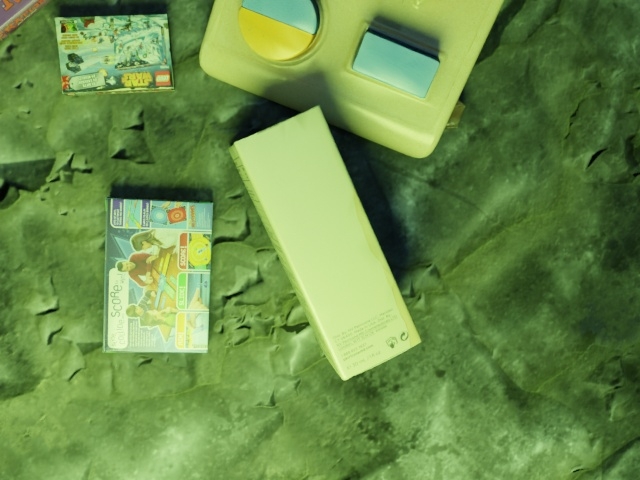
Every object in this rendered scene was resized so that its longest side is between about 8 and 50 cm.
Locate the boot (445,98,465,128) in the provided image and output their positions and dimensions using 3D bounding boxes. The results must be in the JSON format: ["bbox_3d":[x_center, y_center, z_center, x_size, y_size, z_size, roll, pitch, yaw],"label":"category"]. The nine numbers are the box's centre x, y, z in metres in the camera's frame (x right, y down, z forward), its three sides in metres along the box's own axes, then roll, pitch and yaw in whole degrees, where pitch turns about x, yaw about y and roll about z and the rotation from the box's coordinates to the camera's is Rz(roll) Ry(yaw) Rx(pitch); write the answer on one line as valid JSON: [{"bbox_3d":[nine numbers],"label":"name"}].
[{"bbox_3d":[0.136,-0.196,0.889,0.114,0.037,0.106,-12,111,-4],"label":"boot"}]

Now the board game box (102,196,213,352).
[{"bbox_3d":[-0.212,0.046,0.859,0.136,0.035,0.201,3,95,-10],"label":"board game box"}]

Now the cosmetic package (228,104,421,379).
[{"bbox_3d":[0.000,0.000,0.827,0.113,0.160,0.309,-24,100,-7],"label":"cosmetic package"}]

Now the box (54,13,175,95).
[{"bbox_3d":[-0.258,-0.234,0.827,0.137,0.027,0.093,-4,95,-8],"label":"box"}]

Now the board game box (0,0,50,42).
[{"bbox_3d":[-0.363,-0.405,0.786,0.347,0.056,0.208,-42,105,-3],"label":"board game box"}]

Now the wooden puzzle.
[{"bbox_3d":[0.046,-0.291,0.757,0.322,0.080,0.347,21,117,-3],"label":"wooden puzzle"}]
